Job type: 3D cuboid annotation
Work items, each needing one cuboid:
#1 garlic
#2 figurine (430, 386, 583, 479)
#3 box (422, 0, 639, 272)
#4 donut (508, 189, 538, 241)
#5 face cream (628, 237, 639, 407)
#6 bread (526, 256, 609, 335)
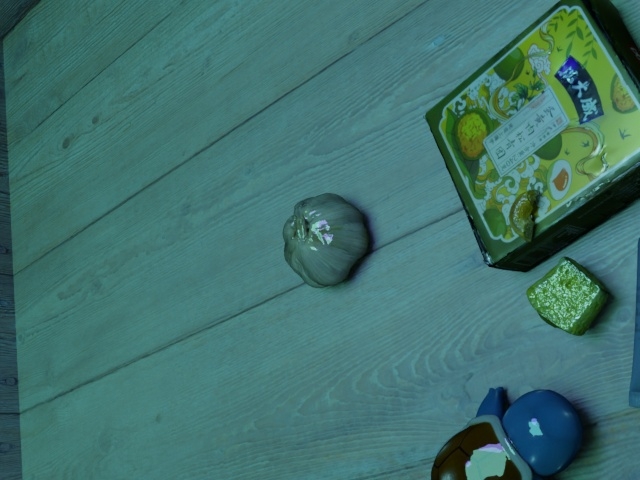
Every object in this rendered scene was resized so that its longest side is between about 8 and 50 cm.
[{"bbox_3d":[0.000,-0.004,2.105,0.227,0.152,0.228,-4,83,41],"label":"garlic"},{"bbox_3d":[0.306,0.430,1.699,0.416,0.243,0.298,-34,48,12],"label":"figurine"},{"bbox_3d":[0.434,-0.200,1.716,0.420,0.138,0.373,-38,57,34],"label":"box"},{"bbox_3d":[0.368,-0.048,1.634,0.067,0.037,0.083,52,121,39],"label":"donut"},{"bbox_3d":[0.587,0.096,1.550,0.135,0.086,0.386,-3,85,48],"label":"face cream"},{"bbox_3d":[0.453,0.103,1.659,0.129,0.111,0.114,43,109,21],"label":"bread"}]
